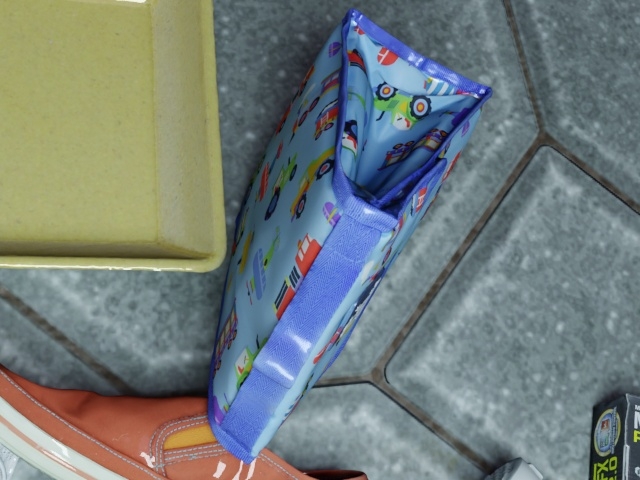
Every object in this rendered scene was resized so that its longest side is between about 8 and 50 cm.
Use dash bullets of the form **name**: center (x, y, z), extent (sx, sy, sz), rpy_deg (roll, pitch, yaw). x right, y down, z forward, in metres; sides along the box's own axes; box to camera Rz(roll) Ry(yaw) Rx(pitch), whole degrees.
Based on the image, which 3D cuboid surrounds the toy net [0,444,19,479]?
- **toy net**: center (-0.290, 0.204, 0.696), extent (0.232, 0.045, 0.122), rpy_deg (-39, 82, -28)

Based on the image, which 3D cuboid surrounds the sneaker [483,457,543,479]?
- **sneaker**: center (0.090, 0.325, 0.714), extent (0.150, 0.135, 0.366), rpy_deg (44, 63, 8)

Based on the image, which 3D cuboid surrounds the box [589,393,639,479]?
- **box**: center (0.362, 0.272, 0.864), extent (0.270, 0.060, 0.216), rpy_deg (16, 63, -11)

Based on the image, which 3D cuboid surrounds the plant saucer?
- **plant saucer**: center (-0.255, -0.118, 0.829), extent (0.333, 0.081, 0.332), rpy_deg (1, 67, -16)

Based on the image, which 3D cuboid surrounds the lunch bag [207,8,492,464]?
- **lunch bag**: center (0.000, 0.000, 0.714), extent (0.138, 0.221, 0.293), rpy_deg (29, 33, -3)

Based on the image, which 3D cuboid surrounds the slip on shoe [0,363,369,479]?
- **slip on shoe**: center (-0.109, 0.153, 0.725), extent (0.331, 0.123, 0.101), rpy_deg (27, 76, -13)
